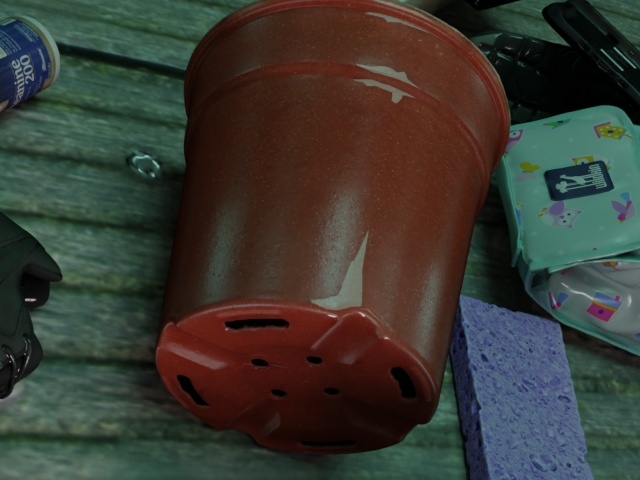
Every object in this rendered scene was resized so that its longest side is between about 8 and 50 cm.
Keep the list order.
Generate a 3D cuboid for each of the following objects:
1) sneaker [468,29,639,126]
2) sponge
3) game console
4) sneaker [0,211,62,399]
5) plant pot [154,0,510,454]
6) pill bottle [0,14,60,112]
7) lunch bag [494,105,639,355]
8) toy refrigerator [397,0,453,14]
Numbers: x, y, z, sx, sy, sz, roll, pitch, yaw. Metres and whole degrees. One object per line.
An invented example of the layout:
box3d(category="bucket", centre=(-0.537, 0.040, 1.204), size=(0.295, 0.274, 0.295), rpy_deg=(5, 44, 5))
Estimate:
box3d(category="sneaker", centre=(0.274, -0.185, 1.368), size=(0.267, 0.101, 0.106), rpy_deg=(18, 25, -23))
box3d(category="sponge", centre=(0.176, 0.148, 1.022), size=(0.117, 0.031, 0.210), rpy_deg=(17, 45, -23))
box3d(category="game console", centre=(0.271, -0.250, 1.302), size=(0.361, 0.044, 0.213), rpy_deg=(48, 40, 15))
box3d(category="sneaker", centre=(-0.251, 0.073, 0.735), size=(0.130, 0.109, 0.286), rpy_deg=(34, 43, -14))
box3d(category="plant pot", centre=(0.000, 0.000, 0.876), size=(0.272, 0.272, 0.265), rpy_deg=(24, 51, -16))
box3d(category="pill bottle", centre=(-0.272, -0.133, 0.930), size=(0.067, 0.067, 0.120), rpy_deg=(42, 41, 5))
box3d(category="lunch bag", centre=(0.300, -0.011, 1.160), size=(0.262, 0.160, 0.223), rpy_deg=(16, 42, -18))
box3d(category="toy refrigerator", centre=(0.103, -0.319, 1.347), size=(0.102, 0.094, 0.269), rpy_deg=(44, 42, 6))
